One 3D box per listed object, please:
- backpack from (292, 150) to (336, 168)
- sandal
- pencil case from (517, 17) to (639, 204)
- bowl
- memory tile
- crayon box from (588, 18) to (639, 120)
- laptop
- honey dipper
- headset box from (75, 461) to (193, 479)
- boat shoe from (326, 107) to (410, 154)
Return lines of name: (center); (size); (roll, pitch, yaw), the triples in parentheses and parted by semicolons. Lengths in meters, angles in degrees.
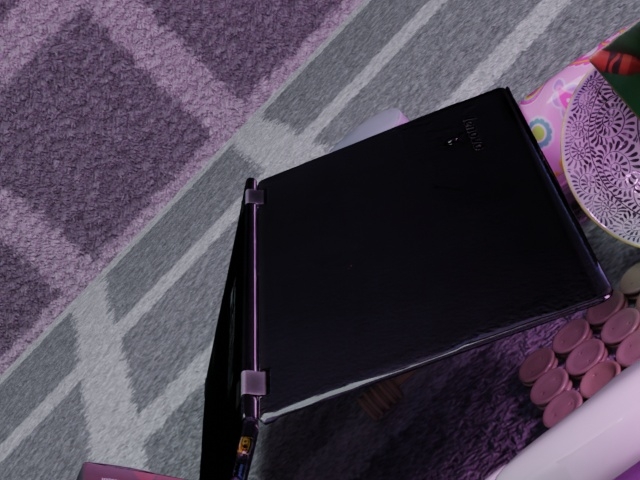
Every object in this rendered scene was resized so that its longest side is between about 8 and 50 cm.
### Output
backpack: (0.000, 0.000, 1.248); (0.188, 0.144, 0.166); (-28, 50, 25)
sandal: (0.089, 0.181, 0.518); (0.169, 0.102, 0.416); (-28, -22, -37)
pencil case: (0.291, -0.129, 0.989); (0.284, 0.124, 0.124); (-31, 23, 34)
bowl: (0.289, -0.081, 0.887); (0.170, 0.170, 0.080); (-34, -11, 33)
memory tile: (0.224, 0.082, 0.856); (0.148, 0.012, 0.113); (-42, 19, 9)
crayon box: (0.360, -0.123, 0.696); (0.318, 0.202, 0.081); (-36, 21, 32)
laptop: (0.034, 0.096, 0.979); (0.382, 0.236, 0.408); (-95, 16, -60)
honey dipper: (0.103, 0.110, 1.044); (0.160, 0.030, 0.030); (-41, 18, 0)
headset box: (-0.157, 0.326, 0.801); (0.293, 0.110, 0.218); (-106, 36, -55)
boat shoe: (0.024, -0.029, 1.388); (0.306, 0.105, 0.113); (-50, 21, 9)
